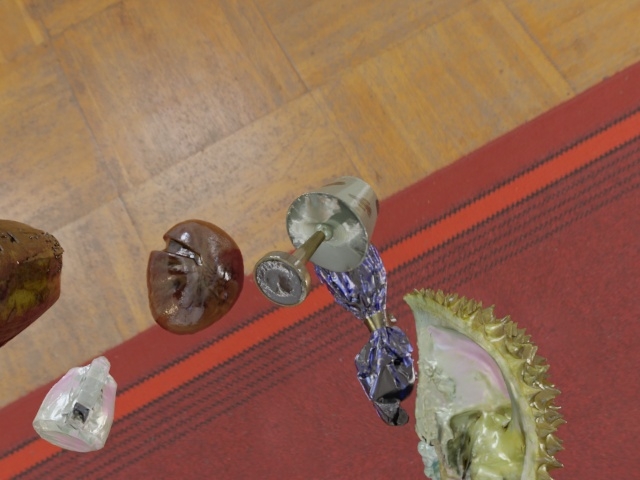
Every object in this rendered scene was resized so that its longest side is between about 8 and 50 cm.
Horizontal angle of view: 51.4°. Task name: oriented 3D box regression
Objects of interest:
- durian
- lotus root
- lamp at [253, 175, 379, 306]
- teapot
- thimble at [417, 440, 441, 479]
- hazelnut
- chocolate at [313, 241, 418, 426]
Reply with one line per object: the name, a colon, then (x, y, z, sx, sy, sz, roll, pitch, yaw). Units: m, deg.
durian: (0.188, 0.205, 0.762, 0.167, 0.172, 0.306, -4, 108, 5)
lotus root: (-0.468, 0.061, 0.862, 0.196, 0.397, 0.179, 1, 96, 0)
lamp: (0.000, 0.000, 0.854, 0.121, 0.121, 0.214, 22, 38, 15)
teapot: (-0.554, 0.364, 1.517, 0.163, 0.221, 0.178, 9, 53, 5)
thimble: (0.285, 0.381, 1.189, 0.211, 0.185, 0.149, 35, 55, 1)
hazelnut: (-0.219, 0.068, 1.169, 0.178, 0.178, 0.204, 25, 73, 16)
chocolate: (0.104, 0.167, 1.220, 0.126, 0.148, 0.343, -31, 72, 32)
